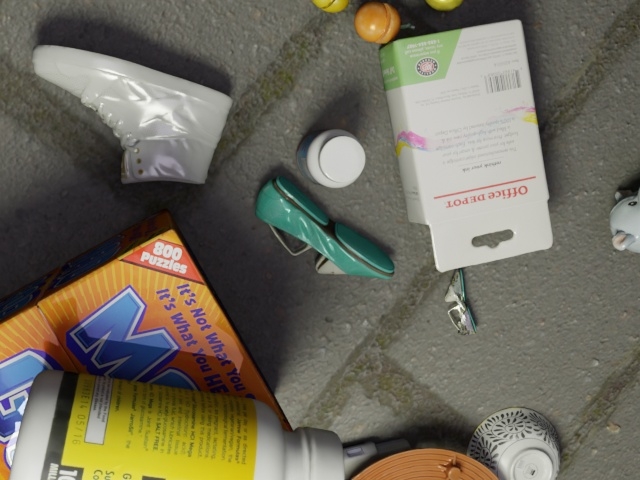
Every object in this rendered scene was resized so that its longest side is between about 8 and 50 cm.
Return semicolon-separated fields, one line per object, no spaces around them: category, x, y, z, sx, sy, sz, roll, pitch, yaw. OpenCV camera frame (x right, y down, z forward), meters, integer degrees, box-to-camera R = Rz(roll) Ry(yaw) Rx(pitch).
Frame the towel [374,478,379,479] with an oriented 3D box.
towel;0.090;0.554;1.412;0.248;0.038;0.325;32;90;-13

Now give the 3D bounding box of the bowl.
bowl;0.337;0.372;1.473;0.170;0.080;0.170;-1;96;-11

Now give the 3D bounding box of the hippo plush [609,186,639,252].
hippo plush;0.601;-0.034;1.445;0.236;0.234;0.294;28;133;5

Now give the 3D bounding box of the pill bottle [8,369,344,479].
pill bottle;-0.153;0.253;0.947;0.334;0.188;0.188;10;94;-13

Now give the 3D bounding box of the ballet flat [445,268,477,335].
ballet flat;0.225;0.103;1.445;0.041;0.041;0.114;-16;98;-9

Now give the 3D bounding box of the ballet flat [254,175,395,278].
ballet flat;0.000;0.000;1.379;0.247;0.083;0.087;37;113;-12

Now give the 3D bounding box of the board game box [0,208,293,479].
board game box;-0.272;0.206;1.198;0.356;0.356;0.356;-30;101;-7

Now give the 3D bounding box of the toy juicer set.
toy juicer set;0.057;-0.451;1.340;0.209;0.089;0.329;-34;95;14

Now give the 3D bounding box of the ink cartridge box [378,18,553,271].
ink cartridge box;0.227;-0.146;1.376;0.207;0.119;0.353;-11;97;-9

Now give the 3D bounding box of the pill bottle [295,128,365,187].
pill bottle;0.017;-0.123;1.318;0.087;0.160;0.087;-1;96;-11

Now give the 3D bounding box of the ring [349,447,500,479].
ring;0.157;0.489;1.383;0.337;0.032;0.336;-1;97;-11

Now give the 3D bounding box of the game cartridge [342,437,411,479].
game cartridge;-0.010;0.462;1.430;0.355;0.068;0.230;-11;94;-9

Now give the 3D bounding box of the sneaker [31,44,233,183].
sneaker;-0.288;-0.170;1.284;0.292;0.108;0.169;16;90;-13
